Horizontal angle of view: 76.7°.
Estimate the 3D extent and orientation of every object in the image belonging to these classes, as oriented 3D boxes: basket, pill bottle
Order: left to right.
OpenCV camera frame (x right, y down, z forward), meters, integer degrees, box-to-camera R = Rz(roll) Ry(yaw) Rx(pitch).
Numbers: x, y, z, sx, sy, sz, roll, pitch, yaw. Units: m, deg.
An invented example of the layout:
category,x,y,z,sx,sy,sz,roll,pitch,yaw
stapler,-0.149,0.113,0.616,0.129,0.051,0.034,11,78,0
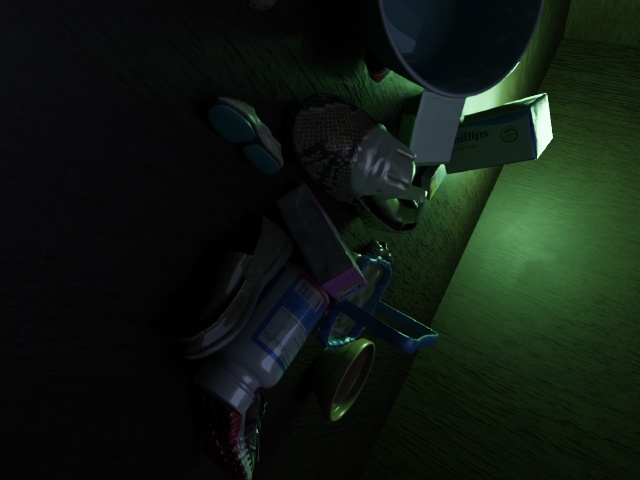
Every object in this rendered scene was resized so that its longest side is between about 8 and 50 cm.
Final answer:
category,x,y,z,sx,sy,sz,roll,pitch,yaw
pill bottle,-0.092,0.149,0.637,0.221,0.124,0.124,-52,150,-29
basket,0.085,0.129,0.808,0.255,0.289,0.201,25,89,-62

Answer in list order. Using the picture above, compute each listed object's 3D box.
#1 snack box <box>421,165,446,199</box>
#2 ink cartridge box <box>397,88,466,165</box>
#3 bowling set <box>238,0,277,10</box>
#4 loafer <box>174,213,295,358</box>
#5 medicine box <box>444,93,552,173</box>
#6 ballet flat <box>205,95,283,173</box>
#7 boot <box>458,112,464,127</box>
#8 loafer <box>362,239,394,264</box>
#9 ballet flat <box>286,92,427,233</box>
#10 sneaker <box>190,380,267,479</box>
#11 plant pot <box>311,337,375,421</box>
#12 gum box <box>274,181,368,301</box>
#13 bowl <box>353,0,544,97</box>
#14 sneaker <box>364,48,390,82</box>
category,x,y,z,sx,sy,sz,roll,pitch,yaw
snack box,0.377,-0.218,1.333,0.141,0.037,0.100,-53,151,-25
ink cartridge box,0.280,-0.306,1.010,0.171,0.056,0.235,-9,118,-34
bowling set,-0.024,-0.306,0.336,0.287,0.154,0.200,-32,134,-24
loafer,-0.135,0.056,0.599,0.087,0.094,0.251,57,48,-31
medicine box,0.550,-0.334,1.269,0.289,0.263,0.149,-35,113,-46
ballet flat,-0.098,-0.148,0.539,0.168,0.057,0.052,50,39,-64
boot,0.358,-0.371,1.130,0.219,0.082,0.106,-37,144,-40
loafer,0.175,0.034,1.150,0.170,0.062,0.061,7,100,-63
ballet flat,0.118,-0.118,0.790,0.164,0.182,0.483,-63,153,-4
sneaker,-0.149,0.337,0.745,0.112,0.121,0.299,-35,140,-48
plant pot,0.049,0.371,1.137,0.237,0.110,0.237,-42,145,-40
gum box,0.000,0.000,0.685,0.062,0.188,0.107,-32,153,5
bowl,0.176,-0.383,0.632,0.311,0.163,0.311,-8,109,-24
sneaker,0.130,-0.375,0.761,0.161,0.057,0.075,-66,168,-2
